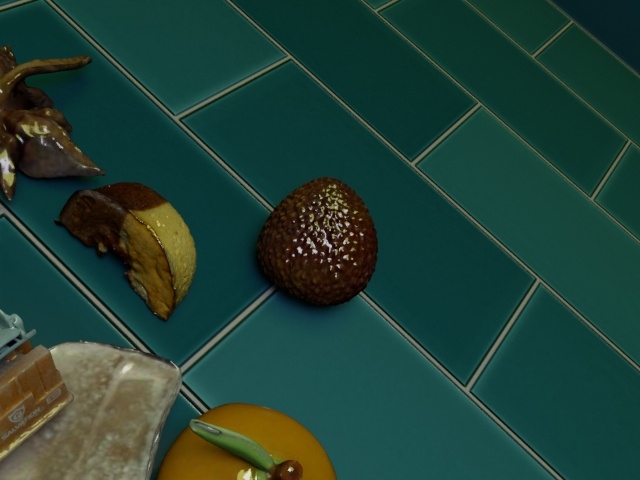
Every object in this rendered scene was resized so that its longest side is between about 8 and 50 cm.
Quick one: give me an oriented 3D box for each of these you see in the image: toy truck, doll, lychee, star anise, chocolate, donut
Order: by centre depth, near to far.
[{"bbox_3d":[-0.428,0.078,0.689,0.338,0.184,0.133,27,45,22],"label":"toy truck"},{"bbox_3d":[-0.073,0.277,0.729,0.214,0.236,0.213,10,58,-16],"label":"doll"},{"bbox_3d":[-0.276,0.259,0.729,0.185,0.100,0.303,15,47,-2],"label":"chocolate"},{"bbox_3d":[-0.248,-0.005,0.920,0.217,0.141,0.085,46,42,3],"label":"donut"},{"bbox_3d":[-0.460,-0.179,0.942,0.350,0.109,0.292,-16,71,-36],"label":"star anise"},{"bbox_3d":[0.003,0.006,1.008,0.195,0.194,0.194,14,52,-18],"label":"lychee"}]
